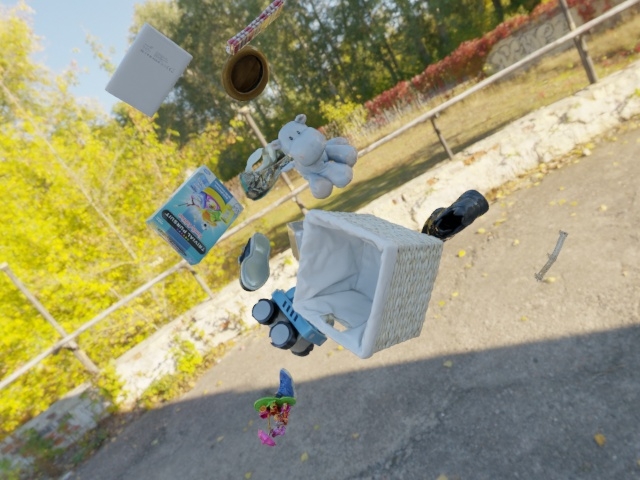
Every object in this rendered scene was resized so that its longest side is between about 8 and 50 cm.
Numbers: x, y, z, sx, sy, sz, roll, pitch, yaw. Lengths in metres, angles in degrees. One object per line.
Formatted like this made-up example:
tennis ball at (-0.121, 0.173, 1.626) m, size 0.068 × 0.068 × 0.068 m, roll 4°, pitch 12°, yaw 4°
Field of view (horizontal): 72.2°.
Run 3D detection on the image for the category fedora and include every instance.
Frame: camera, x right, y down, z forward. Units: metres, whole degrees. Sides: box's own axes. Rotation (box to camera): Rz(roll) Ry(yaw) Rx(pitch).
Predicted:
fedora at (-0.276, -0.598, 1.562) m, size 0.194 × 0.194 × 0.079 m, roll -35°, pitch 46°, yaw -16°

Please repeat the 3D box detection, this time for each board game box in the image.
board game box at (-0.504, -0.106, 1.806) m, size 0.079 × 0.254 × 0.336 m, roll -12°, pitch 36°, yaw 47°

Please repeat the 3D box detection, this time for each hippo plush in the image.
hippo plush at (-0.021, -0.314, 1.465) m, size 0.234 × 0.236 × 0.294 m, roll -43°, pitch 51°, yaw -5°

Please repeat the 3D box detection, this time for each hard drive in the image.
hard drive at (-0.709, -0.694, 1.816) m, size 0.319 × 0.210 × 0.040 m, roll -48°, pitch 40°, yaw 16°

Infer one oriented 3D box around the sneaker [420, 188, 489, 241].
sneaker at (0.376, -0.050, 1.335) m, size 0.130 × 0.109 × 0.286 m, roll -36°, pitch -10°, yaw -30°

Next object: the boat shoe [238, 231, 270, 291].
boat shoe at (-0.245, 0.092, 1.587) m, size 0.091 × 0.114 × 0.303 m, roll -44°, pitch 19°, yaw 27°

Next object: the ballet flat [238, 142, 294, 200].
ballet flat at (-0.229, -0.358, 2.060) m, size 0.164 × 0.182 × 0.483 m, roll -15°, pitch 22°, yaw 33°

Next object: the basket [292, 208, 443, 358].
basket at (0.129, 0.099, 1.268) m, size 0.266 × 0.332 × 0.328 m, roll -6°, pitch 22°, yaw -40°

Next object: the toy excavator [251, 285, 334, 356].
toy excavator at (0.006, 0.288, 1.791) m, size 0.445 × 0.222 × 0.433 m, roll -46°, pitch 55°, yaw 0°

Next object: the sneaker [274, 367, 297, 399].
sneaker at (-0.150, 0.593, 1.755) m, size 0.058 × 0.152 × 0.084 m, roll 4°, pitch 24°, yaw 43°

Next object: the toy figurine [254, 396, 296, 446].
toy figurine at (-0.173, 0.696, 1.672) m, size 0.173 × 0.130 × 0.159 m, roll -18°, pitch 40°, yaw 11°

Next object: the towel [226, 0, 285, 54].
towel at (-0.181, -0.592, 1.211) m, size 0.197 × 0.029 × 0.144 m, roll -41°, pitch 19°, yaw -1°

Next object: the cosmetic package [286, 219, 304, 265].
cosmetic package at (0.000, 0.000, 1.781) m, size 0.230 × 0.162 × 0.453 m, roll -11°, pitch 7°, yaw -6°

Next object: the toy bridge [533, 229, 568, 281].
toy bridge at (0.770, 0.056, 1.467) m, size 0.188 × 0.026 × 0.063 m, roll -67°, pitch -14°, yaw 15°
